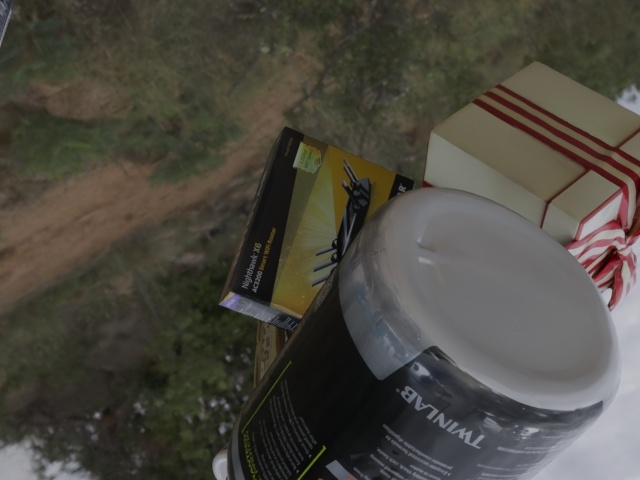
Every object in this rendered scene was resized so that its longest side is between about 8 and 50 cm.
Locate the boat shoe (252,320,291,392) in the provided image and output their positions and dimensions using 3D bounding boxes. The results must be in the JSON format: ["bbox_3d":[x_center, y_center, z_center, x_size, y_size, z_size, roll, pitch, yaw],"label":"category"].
[{"bbox_3d":[-0.076,0.182,1.516,0.089,0.104,0.285,-34,-150,26],"label":"boat shoe"}]

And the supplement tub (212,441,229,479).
[{"bbox_3d":[-0.101,0.308,1.264,0.071,0.071,0.107,-30,-173,35],"label":"supplement tub"}]

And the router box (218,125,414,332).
[{"bbox_3d":[0.000,0.000,1.410,0.081,0.242,0.309,134,-26,-62],"label":"router box"}]

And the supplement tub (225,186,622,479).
[{"bbox_3d":[0.055,0.140,0.685,0.207,0.207,0.338,-29,159,-48],"label":"supplement tub"}]

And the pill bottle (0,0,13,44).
[{"bbox_3d":[-0.609,-0.380,1.501,0.130,0.246,0.130,4,153,2],"label":"pill bottle"}]

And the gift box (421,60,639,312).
[{"bbox_3d":[0.279,-0.029,1.107,0.276,0.258,0.255,-39,147,-25],"label":"gift box"}]
